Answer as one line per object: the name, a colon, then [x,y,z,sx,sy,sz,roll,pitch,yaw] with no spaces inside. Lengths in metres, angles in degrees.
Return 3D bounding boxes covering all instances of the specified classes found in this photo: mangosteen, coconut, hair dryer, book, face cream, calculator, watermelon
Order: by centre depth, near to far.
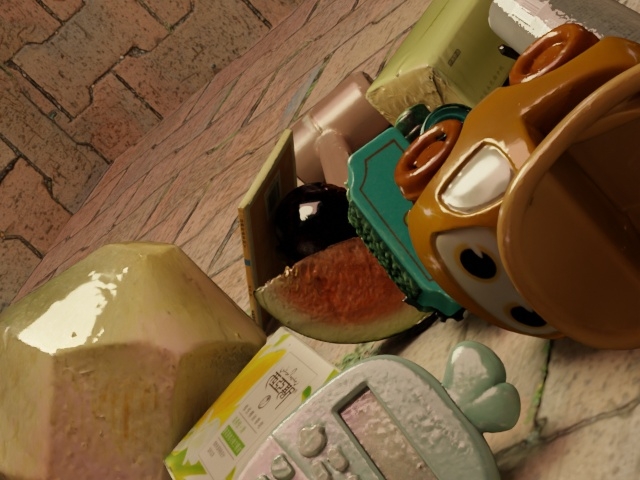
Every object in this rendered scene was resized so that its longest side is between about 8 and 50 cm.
calculator: [0.038,0.198,0.909,0.295,0.042,0.184,-40,58,3]
face cream: [0.277,-0.181,1.111,0.107,0.073,0.269,-49,48,6]
watermelon: [0.056,0.046,1.206,0.245,0.119,0.063,-19,22,0]
coconut: [-0.226,0.164,1.333,0.352,0.352,0.352,-41,18,16]
mangosteen: [0.000,0.000,1.484,0.137,0.137,0.151,-108,36,-71]
book: [-0.064,-0.007,1.528,0.018,0.241,0.170,12,45,16]
hair dryer: [0.043,-0.120,1.725,0.189,0.107,0.344,-40,27,14]

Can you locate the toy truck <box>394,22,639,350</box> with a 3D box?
toy truck: [0.213,-0.041,0.924,0.288,0.204,0.211,-42,20,9]

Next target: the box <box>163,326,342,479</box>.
box: [-0.033,0.209,1.097,0.194,0.111,0.260,-48,15,-7]

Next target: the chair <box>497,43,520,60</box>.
chair: [0.300,-0.196,1.312,0.084,0.101,0.212,-34,-16,31]

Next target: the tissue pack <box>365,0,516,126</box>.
tissue pack: [0.192,-0.262,1.599,0.159,0.125,0.234,-17,34,58]

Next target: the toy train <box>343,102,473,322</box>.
toy train: [0.120,-0.031,1.128,0.163,0.203,0.112,-36,-14,-7]
